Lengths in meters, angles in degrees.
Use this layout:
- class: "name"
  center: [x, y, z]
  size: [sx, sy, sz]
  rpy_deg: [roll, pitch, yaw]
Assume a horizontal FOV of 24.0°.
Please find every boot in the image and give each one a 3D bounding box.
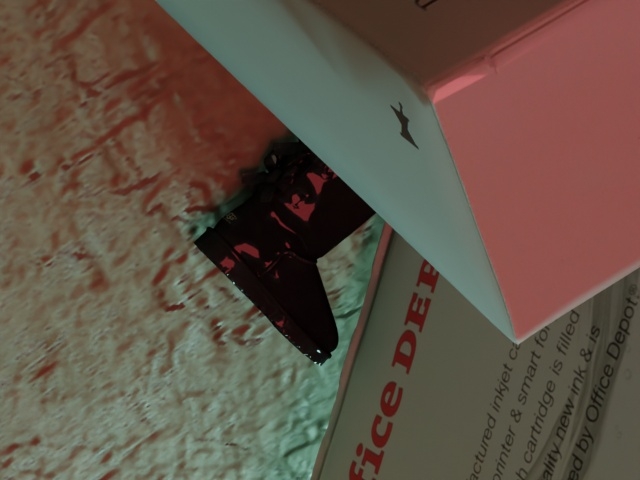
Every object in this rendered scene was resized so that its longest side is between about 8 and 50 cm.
- class: "boot"
  center: [0.000, 0.000, 0.796]
  size: [0.099, 0.045, 0.121]
  rpy_deg: [-44, 127, -4]

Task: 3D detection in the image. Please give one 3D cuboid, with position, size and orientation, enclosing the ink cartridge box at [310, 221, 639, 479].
- class: "ink cartridge box"
  center: [0.181, 0.121, 0.708]
  size: [0.166, 0.395, 0.285]
  rpy_deg: [14, 95, -35]

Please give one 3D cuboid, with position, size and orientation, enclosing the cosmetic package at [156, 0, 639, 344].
- class: "cosmetic package"
  center: [0.079, -0.154, 0.539]
  size: [0.284, 0.377, 0.097]
  rpy_deg: [-29, 126, -10]
